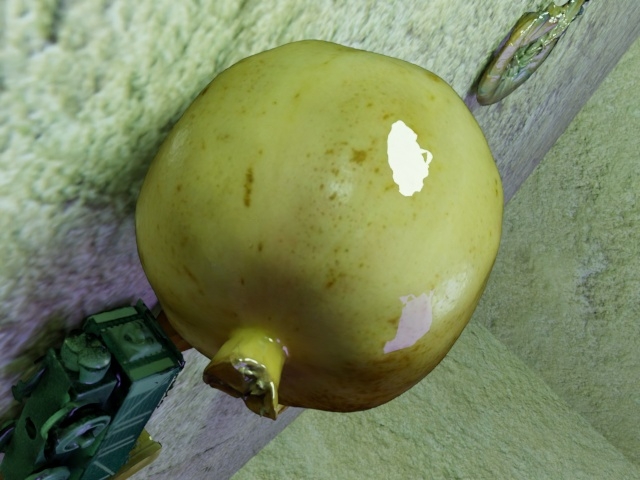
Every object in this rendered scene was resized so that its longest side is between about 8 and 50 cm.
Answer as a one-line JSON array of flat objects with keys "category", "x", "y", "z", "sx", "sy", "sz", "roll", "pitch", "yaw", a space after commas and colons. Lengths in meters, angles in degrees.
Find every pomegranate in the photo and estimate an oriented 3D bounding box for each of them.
[{"category": "pomegranate", "x": 0.000, "y": 0.000, "z": 0.480, "sx": 0.319, "sy": 0.319, "sz": 0.319, "roll": -41, "pitch": 163, "yaw": -16}]

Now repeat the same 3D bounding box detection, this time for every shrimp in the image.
[{"category": "shrimp", "x": 0.356, "y": -0.343, "z": 0.997, "sx": 0.145, "sy": 0.059, "sz": 0.254, "roll": -12, "pitch": 148, "yaw": -46}]

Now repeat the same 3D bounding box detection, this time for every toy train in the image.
[{"category": "toy train", "x": -0.266, "y": 0.196, "z": 0.636, "sx": 0.154, "sy": 0.115, "sz": 0.270, "roll": -11, "pitch": 141, "yaw": -53}]

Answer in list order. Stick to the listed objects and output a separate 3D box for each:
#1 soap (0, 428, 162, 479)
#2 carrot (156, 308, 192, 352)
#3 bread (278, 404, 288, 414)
[{"category": "soap", "x": -0.337, "y": 0.314, "z": 0.774, "sx": 0.252, "sy": 0.092, "sz": 0.037, "roll": -18, "pitch": 146, "yaw": -58}, {"category": "carrot", "x": -0.091, "y": 0.024, "z": 0.766, "sx": 0.314, "sy": 0.066, "sz": 0.066, "roll": -44, "pitch": 164, "yaw": -18}, {"category": "bread", "x": -0.080, "y": 0.275, "z": 1.221, "sx": 0.149, "sy": 0.143, "sz": 0.158, "roll": -35, "pitch": 161, "yaw": -13}]
